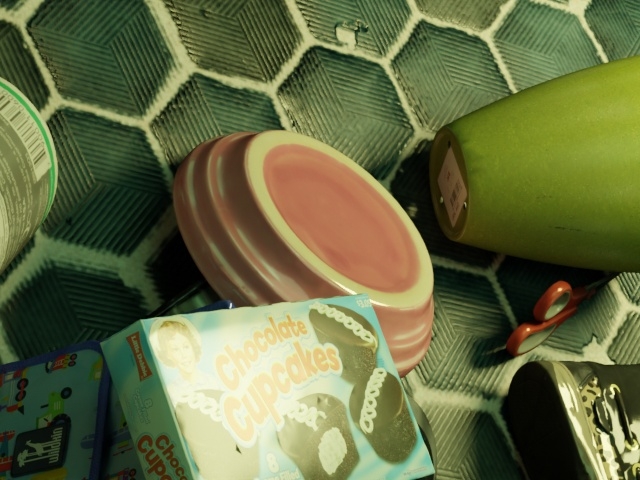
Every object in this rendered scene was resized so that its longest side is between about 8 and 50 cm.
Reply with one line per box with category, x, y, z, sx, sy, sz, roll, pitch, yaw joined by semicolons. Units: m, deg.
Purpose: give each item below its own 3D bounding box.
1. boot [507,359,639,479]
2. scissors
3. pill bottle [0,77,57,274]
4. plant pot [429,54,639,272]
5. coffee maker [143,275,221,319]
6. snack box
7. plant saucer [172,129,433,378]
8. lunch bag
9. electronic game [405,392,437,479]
boot;0.395;0.303;1.852;0.284;0.138;0.377;-8;69;-33
scissors;0.315;0.075;1.952;0.021;0.109;0.297;39;26;21
pill bottle;-0.374;-0.015;1.382;0.204;0.204;0.361;43;21;-9
plant pot;0.289;-0.081;1.884;0.293;0.275;0.275;-6;73;-16
coffee maker;-0.070;0.107;1.660;0.171;0.120;0.178;-36;91;-36
snack box;-0.038;0.151;1.396;0.322;0.060;0.187;-5;70;-53
plant saucer;0.000;0.000;1.682;0.332;0.084;0.332;32;30;-21
lunch bag;-0.199;0.204;1.485;0.138;0.293;0.221;61;22;-53
electronic game;0.035;0.260;1.654;0.229;0.048;0.229;-11;107;-39
